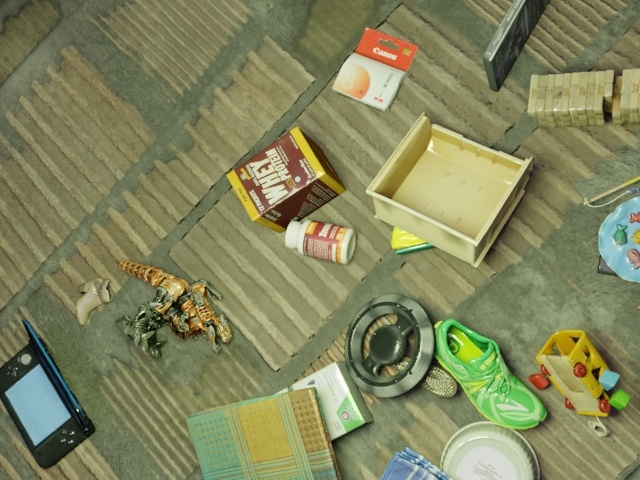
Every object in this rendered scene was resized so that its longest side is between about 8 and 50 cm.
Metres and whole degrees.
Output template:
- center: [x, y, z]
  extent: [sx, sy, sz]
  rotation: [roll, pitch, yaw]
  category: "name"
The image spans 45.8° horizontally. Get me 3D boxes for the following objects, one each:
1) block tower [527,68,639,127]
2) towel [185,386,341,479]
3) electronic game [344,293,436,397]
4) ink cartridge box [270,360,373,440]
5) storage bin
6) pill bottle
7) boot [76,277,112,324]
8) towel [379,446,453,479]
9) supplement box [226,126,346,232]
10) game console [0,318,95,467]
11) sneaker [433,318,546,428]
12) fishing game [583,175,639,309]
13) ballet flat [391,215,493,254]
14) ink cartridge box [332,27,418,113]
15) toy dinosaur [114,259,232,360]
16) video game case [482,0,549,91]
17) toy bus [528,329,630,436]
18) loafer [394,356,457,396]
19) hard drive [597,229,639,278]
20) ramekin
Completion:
- center: [0.616, -0.299, 1.589]
  extent: [0.335, 0.097, 0.091]
  rotation: [3, 75, 25]
  category: "block tower"
- center: [-0.124, 0.482, 1.669]
  extent: [0.370, 0.040, 0.271]
  rotation: [-20, 83, 31]
  category: "towel"
- center: [0.149, 0.231, 1.667]
  extent: [0.229, 0.048, 0.229]
  rotation: [-14, 66, 34]
  category: "electronic game"
- center: [-0.012, 0.384, 1.697]
  extent: [0.208, 0.087, 0.153]
  rotation: [-30, 75, 11]
  category: "ink cartridge box"
- center: [0.283, -0.118, 1.626]
  extent: [0.262, 0.123, 0.260]
  rotation: [27, 69, 24]
  category: "storage bin"
- center: [0.000, 0.000, 1.750]
  extent: [0.152, 0.086, 0.086]
  rotation: [11, 85, 16]
  category: "pill bottle"
- center: [-0.568, 0.152, 1.909]
  extent: [0.087, 0.042, 0.118]
  rotation: [-5, 81, 12]
  category: "boot"
- center: [0.258, 0.590, 1.548]
  extent: [0.336, 0.040, 0.243]
  rotation: [35, 132, 17]
  category: "towel"
- center: [-0.074, -0.132, 1.735]
  extent: [0.194, 0.191, 0.129]
  rotation: [-33, 75, 9]
  category: "supplement box"
- center: [-0.695, 0.378, 1.843]
  extent: [0.250, 0.173, 0.293]
  rotation: [-39, 74, 7]
  category: "game console"
- center: [0.344, 0.281, 1.588]
  extent: [0.295, 0.123, 0.109]
  rotation: [42, 73, 16]
  category: "sneaker"
- center: [0.676, -0.002, 1.565]
  extent: [0.189, 0.041, 0.264]
  rotation: [-22, 77, 14]
  category: "fishing game"
- center: [0.269, -0.018, 1.686]
  extent: [0.231, 0.077, 0.077]
  rotation: [-6, 78, 16]
  category: "ballet flat"
- center: [0.131, -0.409, 1.797]
  extent: [0.145, 0.045, 0.179]
  rotation: [25, 92, 17]
  category: "ink cartridge box"
- center: [-0.363, 0.165, 1.821]
  extent: [0.322, 0.164, 0.218]
  rotation: [34, 77, 35]
  category: "toy dinosaur"
- center: [0.435, -0.476, 1.641]
  extent: [0.026, 0.196, 0.274]
  rotation: [31, 91, 19]
  category: "video game case"
- center: [0.541, 0.275, 1.549]
  extent: [0.191, 0.202, 0.104]
  rotation: [31, 61, 24]
  category: "toy bus"
- center: [0.235, 0.295, 1.651]
  extent: [0.148, 0.050, 0.056]
  rotation: [26, 89, 29]
  category: "loafer"
- center: [0.661, 0.033, 1.596]
  extent: [0.135, 0.022, 0.094]
  rotation: [10, 85, 16]
  category: "hard drive"
- center: [0.349, 0.484, 1.572]
  extent: [0.207, 0.109, 0.207]
  rotation: [-2, 82, 15]
  category: "ramekin"
